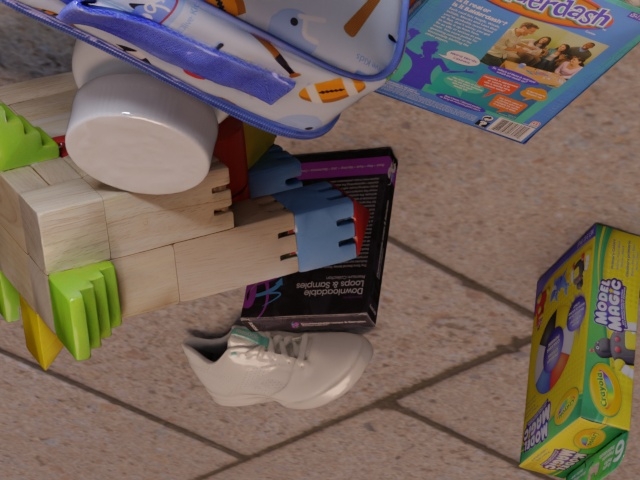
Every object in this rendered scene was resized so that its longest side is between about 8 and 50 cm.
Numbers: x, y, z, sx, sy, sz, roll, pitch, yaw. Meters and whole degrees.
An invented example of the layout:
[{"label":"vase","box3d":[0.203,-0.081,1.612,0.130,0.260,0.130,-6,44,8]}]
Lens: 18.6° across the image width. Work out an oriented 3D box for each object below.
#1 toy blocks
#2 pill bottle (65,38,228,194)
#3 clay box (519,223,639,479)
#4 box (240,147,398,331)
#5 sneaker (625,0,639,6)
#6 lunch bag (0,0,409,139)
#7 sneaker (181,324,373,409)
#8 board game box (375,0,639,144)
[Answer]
[{"label":"toy blocks","box3d":[-0.133,-0.052,1.526,0.261,0.381,0.191,-15,115,-21]},{"label":"pill bottle","box3d":[-0.107,-0.151,1.373,0.121,0.221,0.121,7,150,4]},{"label":"clay box","box3d":[0.228,0.112,1.724,0.053,0.222,0.127,17,149,-12]},{"label":"box","box3d":[0.000,0.000,1.661,0.116,0.162,0.029,-3,148,22]},{"label":"sneaker","box3d":[0.190,-0.232,1.325,0.065,0.061,0.158,-42,122,2]},{"label":"lunch bag","box3d":[-0.083,-0.207,1.248,0.303,0.243,0.115,23,147,-24]},{"label":"sneaker","box3d":[-0.050,0.118,1.977,0.212,0.080,0.094,-11,132,35]},{"label":"board game box","box3d":[0.137,-0.158,1.457,0.160,0.047,0.210,18,150,-19]}]
